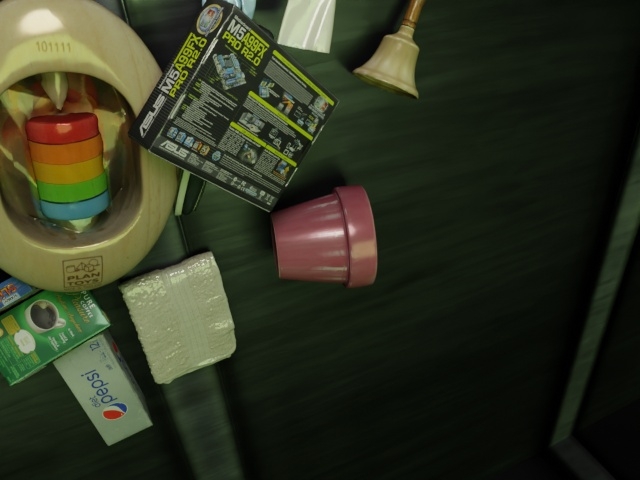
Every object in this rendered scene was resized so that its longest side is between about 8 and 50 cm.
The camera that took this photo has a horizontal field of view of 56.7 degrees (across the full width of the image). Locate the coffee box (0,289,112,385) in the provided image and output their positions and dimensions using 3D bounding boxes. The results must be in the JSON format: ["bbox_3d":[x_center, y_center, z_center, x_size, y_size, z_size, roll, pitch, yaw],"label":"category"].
[{"bbox_3d":[-0.461,0.147,1.000,0.184,0.113,0.040,-34,177,-15],"label":"coffee box"}]

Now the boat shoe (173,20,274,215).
[{"bbox_3d":[-0.156,-0.189,0.950,0.113,0.127,0.340,10,107,-22],"label":"boat shoe"}]

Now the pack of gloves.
[{"bbox_3d":[-0.057,-0.394,0.819,0.195,0.046,0.232,5,105,-17],"label":"pack of gloves"}]

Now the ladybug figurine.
[{"bbox_3d":[-0.363,-0.126,0.845,0.305,0.162,0.449,-8,125,-27],"label":"ladybug figurine"}]

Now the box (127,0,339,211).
[{"bbox_3d":[-0.112,-0.181,0.863,0.270,0.060,0.216,25,97,-55],"label":"box"}]

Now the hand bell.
[{"bbox_3d":[0.158,-0.383,1.031,0.126,0.126,0.242,15,101,-37],"label":"hand bell"}]

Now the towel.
[{"bbox_3d":[-0.274,0.163,1.185,0.187,0.049,0.282,-21,130,-18],"label":"towel"}]

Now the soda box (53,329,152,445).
[{"bbox_3d":[-0.421,0.265,1.141,0.098,0.091,0.286,-23,131,-14],"label":"soda box"}]

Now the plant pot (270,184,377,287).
[{"bbox_3d":[0.000,0.000,1.147,0.180,0.201,0.201,-7,127,-8],"label":"plant pot"}]

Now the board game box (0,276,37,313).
[{"bbox_3d":[-0.535,0.110,0.937,0.201,0.136,0.035,-31,96,-7],"label":"board game box"}]
